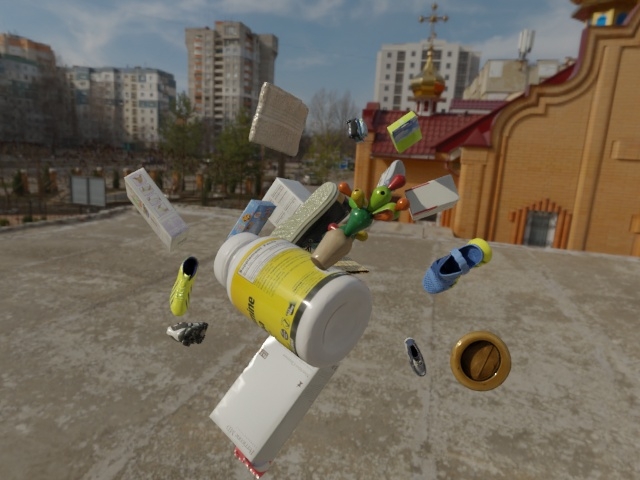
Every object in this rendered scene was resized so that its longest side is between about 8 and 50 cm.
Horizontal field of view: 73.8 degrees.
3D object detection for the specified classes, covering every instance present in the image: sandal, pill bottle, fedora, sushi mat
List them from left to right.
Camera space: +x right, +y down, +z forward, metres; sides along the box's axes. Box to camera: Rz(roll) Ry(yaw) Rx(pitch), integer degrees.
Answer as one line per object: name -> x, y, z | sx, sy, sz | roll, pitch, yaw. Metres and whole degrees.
pill bottle -> -0.073, 0.103, 0.895 | 0.188, 0.187, 0.334 | -8, 26, -45
sushi mat -> 0.081, 0.098, 1.674 | 0.152, 0.019, 0.316 | -2, 7, -9
sandal -> 0.478, 0.103, 1.589 | 0.138, 0.317, 0.126 | -14, 63, -37
fedora -> 0.520, 0.391, 1.393 | 0.195, 0.194, 0.079 | 7, -7, 17

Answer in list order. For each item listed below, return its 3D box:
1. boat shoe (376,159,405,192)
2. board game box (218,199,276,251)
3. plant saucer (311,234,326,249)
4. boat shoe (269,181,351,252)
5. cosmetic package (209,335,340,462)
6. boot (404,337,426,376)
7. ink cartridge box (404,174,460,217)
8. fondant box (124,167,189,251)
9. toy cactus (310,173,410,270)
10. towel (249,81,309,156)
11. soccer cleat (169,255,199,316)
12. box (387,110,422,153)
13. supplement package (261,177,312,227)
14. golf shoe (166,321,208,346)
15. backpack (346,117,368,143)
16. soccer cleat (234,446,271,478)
boat shoe -> 0.280, -0.260, 1.734 | 0.076, 0.083, 0.226 | -13, 23, 33
board game box -> -0.245, -0.041, 1.453 | 0.039, 0.211, 0.160 | 37, 11, 10
plant saucer -> 0.000, 0.000, 1.932 | 0.120, 0.119, 0.021 | 5, 43, 11
boat shoe -> -0.068, -0.032, 1.787 | 0.156, 0.500, 0.186 | 34, 25, -30
cosmetic package -> -0.141, 0.481, 1.376 | 0.217, 0.384, 0.156 | 30, -13, 29
boot -> 0.423, 0.529, 1.889 | 0.069, 0.189, 0.086 | -24, 4, 4
ink cartridge box -> 0.472, -0.177, 1.831 | 0.197, 0.114, 0.273 | -19, -7, 11
fondant box -> -0.720, -0.126, 1.883 | 0.096, 0.330, 0.238 | -39, 2, -25
toy cactus -> 0.050, -0.029, 0.722 | 0.180, 0.112, 0.219 | -46, 9, -20
towel -> -0.126, -0.385, 1.398 | 0.049, 0.186, 0.282 | 20, 10, 23
soccer cleat -> -0.639, 0.208, 1.997 | 0.094, 0.288, 0.121 | 15, -21, -16
box -> 0.315, -0.404, 1.588 | 0.109, 0.042, 0.178 | -34, -23, 9
supplement package -> -0.133, -0.154, 2.158 | 0.263, 0.198, 0.199 | 45, 22, 21
golf shoe -> -0.429, 0.293, 1.387 | 0.094, 0.077, 0.198 | 16, -10, 6
backpack -> 0.182, -0.519, 2.030 | 0.084, 0.104, 0.114 | -12, -14, 16
soccer cleat -> -0.237, 0.774, 1.538 | 0.083, 0.247, 0.095 | 23, 54, 34
